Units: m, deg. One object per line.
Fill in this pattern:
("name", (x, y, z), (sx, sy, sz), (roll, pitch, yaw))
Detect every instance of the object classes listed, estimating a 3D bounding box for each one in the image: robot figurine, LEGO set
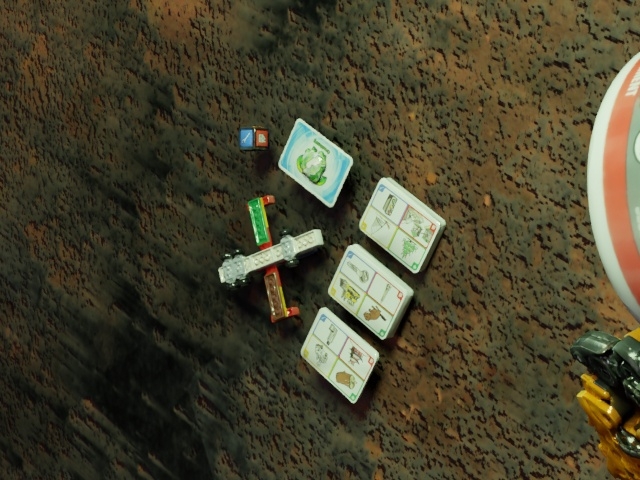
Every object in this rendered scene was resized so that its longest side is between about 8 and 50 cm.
("robot figurine", (0.278, 0.158, 1.177), (0.291, 0.085, 0.211), (38, 160, 49))
("LEGO set", (0.000, 0.000, 1.602), (0.244, 0.060, 0.182), (39, 115, 35))

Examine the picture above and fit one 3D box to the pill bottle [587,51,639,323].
("pill bottle", (0.347, -0.043, 1.032), (0.363, 0.210, 0.210), (-8, 85, 50))
